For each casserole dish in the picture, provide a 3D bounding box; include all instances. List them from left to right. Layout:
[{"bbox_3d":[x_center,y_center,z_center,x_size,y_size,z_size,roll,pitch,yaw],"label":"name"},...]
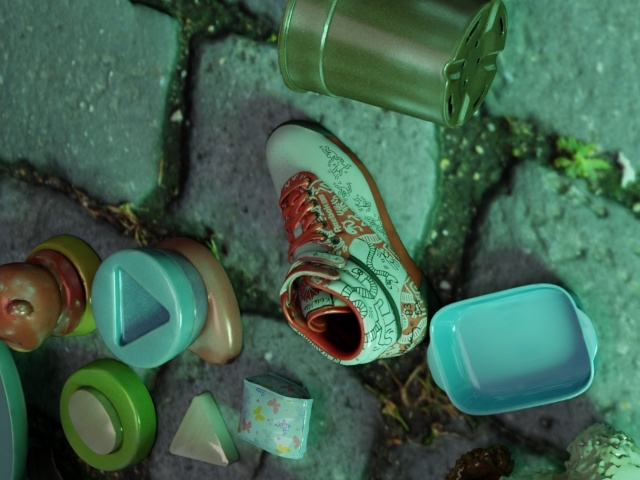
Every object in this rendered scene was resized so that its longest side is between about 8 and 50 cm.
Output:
[{"bbox_3d":[0.187,0.101,1.603,0.188,0.037,0.114,-16,91,37],"label":"casserole dish"}]

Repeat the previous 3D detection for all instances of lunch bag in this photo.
[{"bbox_3d":[-0.042,0.186,1.781,0.083,0.053,0.071,19,110,42],"label":"lunch bag"}]

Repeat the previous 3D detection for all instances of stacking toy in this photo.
[{"bbox_3d":[-0.240,0.136,1.864,0.309,0.130,0.279,-4,98,37],"label":"stacking toy"}]

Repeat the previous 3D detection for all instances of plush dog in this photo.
[{"bbox_3d":[0.178,0.306,1.568,0.225,0.210,0.262,160,109,-66],"label":"plush dog"}]

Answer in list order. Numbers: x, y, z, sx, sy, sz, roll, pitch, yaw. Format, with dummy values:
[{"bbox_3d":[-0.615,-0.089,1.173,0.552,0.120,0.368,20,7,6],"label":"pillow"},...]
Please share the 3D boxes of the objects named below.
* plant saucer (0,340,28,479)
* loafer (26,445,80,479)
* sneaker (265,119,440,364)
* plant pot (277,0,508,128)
[{"bbox_3d":[-0.435,0.199,2.036,0.317,0.043,0.317,16,111,49],"label":"plant saucer"},{"bbox_3d":[-0.275,0.329,1.980,0.220,0.078,0.080,57,168,21],"label":"loafer"},{"bbox_3d":[0.001,0.000,1.646,0.090,0.145,0.270,-41,76,35],"label":"sneaker"},{"bbox_3d":[0.073,-0.189,1.550,0.165,0.167,0.167,23,113,22],"label":"plant pot"}]
